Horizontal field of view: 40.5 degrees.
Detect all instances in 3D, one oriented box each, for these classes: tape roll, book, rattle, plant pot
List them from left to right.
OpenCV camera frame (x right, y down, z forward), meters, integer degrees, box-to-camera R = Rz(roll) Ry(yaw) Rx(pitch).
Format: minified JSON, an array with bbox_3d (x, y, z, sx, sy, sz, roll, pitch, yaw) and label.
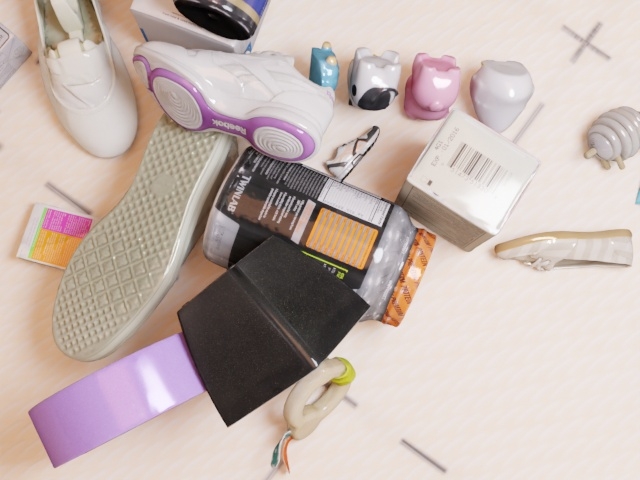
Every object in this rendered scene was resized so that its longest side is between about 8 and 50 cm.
[{"bbox_3d":[-0.398,0.001,1.385,0.144,0.035,0.096,15,81,2],"label":"book"},{"bbox_3d":[-0.268,0.220,1.238,0.274,0.275,0.090,-27,84,-2],"label":"tape roll"},{"bbox_3d":[-0.077,0.106,1.172,0.188,0.187,0.167,-37,93,32],"label":"plant pot"},{"bbox_3d":[-0.049,0.239,1.340,0.142,0.130,0.200,36,112,15],"label":"rattle"}]

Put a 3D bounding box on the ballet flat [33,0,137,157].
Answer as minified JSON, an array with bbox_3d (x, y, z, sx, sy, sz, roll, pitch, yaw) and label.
[{"bbox_3d":[-0.395,-0.328,1.370,0.139,0.139,0.400,-15,84,-1],"label":"ballet flat"}]

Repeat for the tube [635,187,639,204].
[{"bbox_3d":[0.560,-0.153,1.378,0.052,0.080,0.207,21,81,-27],"label":"tube"}]

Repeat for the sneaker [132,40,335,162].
[{"bbox_3d":[-0.123,-0.221,1.262,0.305,0.114,0.152,24,55,4],"label":"sneaker"}]

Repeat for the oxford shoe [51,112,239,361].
[{"bbox_3d":[-0.252,-0.012,1.331,0.169,0.130,0.449,25,81,18],"label":"oxford shoe"}]

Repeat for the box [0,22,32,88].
[{"bbox_3d":[-0.636,-0.343,1.395,0.290,0.087,0.169,38,86,4],"label":"box"}]

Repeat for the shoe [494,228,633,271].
[{"bbox_3d":[0.382,0.019,1.353,0.219,0.076,0.058,-4,79,-2],"label":"shoe"}]

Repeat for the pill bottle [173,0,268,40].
[{"bbox_3d":[-0.110,-0.402,1.208,0.122,0.123,0.219,21,84,3],"label":"pill bottle"}]

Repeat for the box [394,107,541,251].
[{"bbox_3d":[0.210,-0.082,1.286,0.148,0.232,0.127,33,85,4],"label":"box"}]

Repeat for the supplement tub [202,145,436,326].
[{"bbox_3d":[0.000,0.000,1.300,0.316,0.193,0.194,24,85,3],"label":"supplement tub"}]

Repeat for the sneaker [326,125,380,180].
[{"bbox_3d":[0.053,-0.147,1.392,0.043,0.040,0.109,42,86,6],"label":"sneaker"}]

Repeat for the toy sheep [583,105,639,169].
[{"bbox_3d":[0.466,-0.162,1.368,0.132,0.091,0.091,-35,85,-22],"label":"toy sheep"}]

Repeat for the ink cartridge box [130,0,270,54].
[{"bbox_3d":[-0.166,-0.408,1.355,0.168,0.171,0.233,20,83,1],"label":"ink cartridge box"}]

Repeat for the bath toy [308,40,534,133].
[{"bbox_3d":[0.154,-0.230,1.359,0.348,0.151,0.129,6,121,-2],"label":"bath toy"}]
